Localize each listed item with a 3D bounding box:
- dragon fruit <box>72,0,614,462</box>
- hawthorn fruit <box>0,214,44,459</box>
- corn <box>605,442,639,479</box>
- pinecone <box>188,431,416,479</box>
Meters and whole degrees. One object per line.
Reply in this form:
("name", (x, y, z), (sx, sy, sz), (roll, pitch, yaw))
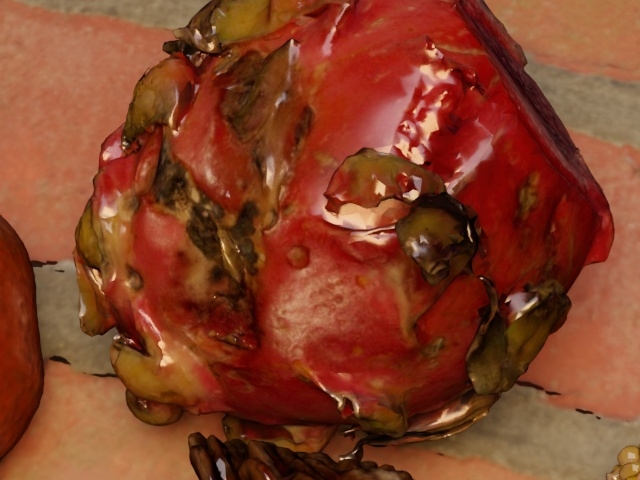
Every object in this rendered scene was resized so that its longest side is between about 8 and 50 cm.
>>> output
("dragon fruit", (0.000, 0.000, 0.917), (0.291, 0.250, 0.269), (-33, 55, 12))
("hawthorn fruit", (-0.262, 0.037, 0.923), (0.196, 0.225, 0.197), (-8, 60, 13))
("corn", (0.289, 0.137, 0.918), (0.288, 0.086, 0.087), (-6, 61, -2))
("pinecone", (-0.035, 0.234, 0.814), (0.246, 0.246, 0.292), (41, 87, 22))
